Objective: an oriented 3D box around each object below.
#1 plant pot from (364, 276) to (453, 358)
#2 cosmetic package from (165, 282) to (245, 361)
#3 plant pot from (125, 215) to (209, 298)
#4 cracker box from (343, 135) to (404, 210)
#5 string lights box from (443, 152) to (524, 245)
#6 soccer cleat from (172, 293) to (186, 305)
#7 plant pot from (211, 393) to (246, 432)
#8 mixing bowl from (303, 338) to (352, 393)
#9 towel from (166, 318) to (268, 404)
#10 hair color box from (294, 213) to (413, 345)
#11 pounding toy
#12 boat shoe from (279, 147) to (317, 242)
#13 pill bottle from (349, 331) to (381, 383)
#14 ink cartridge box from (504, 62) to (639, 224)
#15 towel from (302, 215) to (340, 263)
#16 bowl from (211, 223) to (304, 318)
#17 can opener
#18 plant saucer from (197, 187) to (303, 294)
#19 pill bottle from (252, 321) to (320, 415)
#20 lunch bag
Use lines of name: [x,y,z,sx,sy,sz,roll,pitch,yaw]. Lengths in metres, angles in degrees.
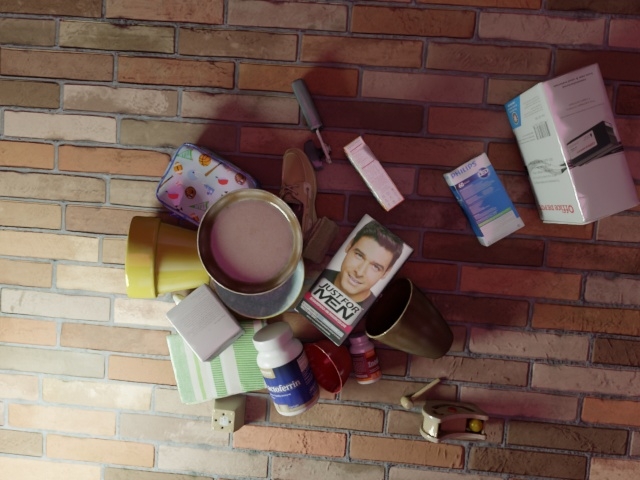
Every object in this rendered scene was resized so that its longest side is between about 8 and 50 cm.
plant pot: [0.295,0.267,1.517,0.230,0.215,0.215,36,95,-15]
cosmetic package: [-0.346,0.255,1.487,0.151,0.151,0.184,-39,81,-12]
plant pot: [-0.464,0.055,1.514,0.238,0.254,0.254,3,95,-12]
cracker box: [0.161,-0.202,1.496,0.067,0.156,0.232,-34,91,5]
string lights box: [0.510,-0.128,1.524,0.133,0.077,0.260,-29,92,4]
soccer cleat: [-0.395,0.226,1.604,0.196,0.068,0.076,37,90,-7]
plant pot: [-0.312,0.577,1.607,0.109,0.096,0.109,6,95,3]
mixing bowl: [0.035,0.384,1.557,0.098,0.181,0.182,-30,93,-35]
towel: [-0.315,0.395,1.592,0.324,0.038,0.248,-10,99,-5]
hair color box: [0.109,0.122,1.527,0.185,0.113,0.375,38,95,12]
pounding toy: [0.397,0.539,1.540,0.269,0.154,0.155,5,95,2]
boat shoe: [-0.076,-0.140,1.528,0.109,0.098,0.303,-2,98,28]
pill bottle: [0.141,0.379,1.575,0.086,0.086,0.152,-15,94,4]
ink cartridge box: [0.709,-0.259,1.400,0.166,0.285,0.395,-19,94,4]
towel: [0.000,0.000,1.550,0.027,0.110,0.148,35,94,40]
bowl: [-0.186,0.088,1.535,0.289,0.156,0.290,0,94,2]
can opener: [-0.039,-0.362,1.535,0.095,0.076,0.284,-24,92,4]
plant saucer: [-0.204,0.003,1.427,0.310,0.050,0.311,0,95,4]
pill bottle: [-0.111,0.401,1.535,0.153,0.153,0.265,-19,104,4]
lunch bag: [-0.362,-0.155,1.549,0.303,0.115,0.243,30,97,0]
